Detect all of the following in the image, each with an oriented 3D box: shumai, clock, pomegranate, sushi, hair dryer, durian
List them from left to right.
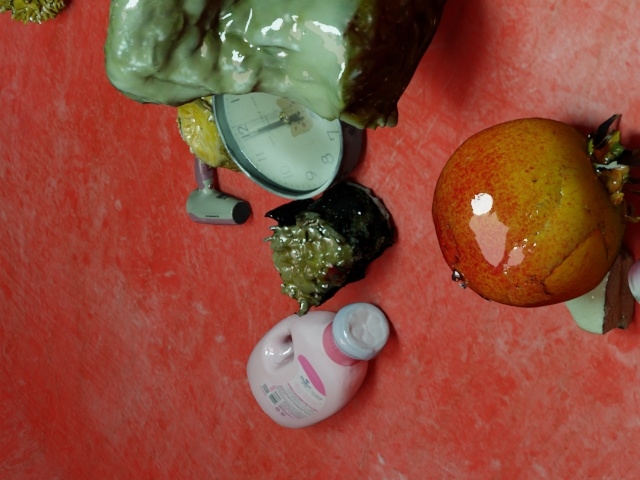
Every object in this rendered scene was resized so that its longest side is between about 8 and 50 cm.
[{"bbox_3d":[-0.474,-0.428,2.468,0.183,0.138,0.249,17,137,37],"label":"durian"},{"bbox_3d":[-0.164,-0.096,2.396,0.106,0.054,0.154,5,117,49],"label":"hair dryer"},{"bbox_3d":[-0.046,-0.162,2.113,0.226,0.049,0.226,20,125,31],"label":"clock"},{"bbox_3d":[-0.031,-0.263,1.803,0.323,0.397,0.324,25,114,11],"label":"shumai"},{"bbox_3d":[0.000,0.000,2.172,0.147,0.115,0.212,57,151,3],"label":"sushi"},{"bbox_3d":[0.233,-0.034,1.721,0.235,0.210,0.210,-32,90,26],"label":"pomegranate"}]

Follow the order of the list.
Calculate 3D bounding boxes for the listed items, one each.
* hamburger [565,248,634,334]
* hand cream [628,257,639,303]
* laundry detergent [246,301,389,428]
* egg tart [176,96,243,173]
[{"bbox_3d":[0.306,0.042,1.829,0.084,0.054,0.121,34,140,42],"label":"hamburger"},{"bbox_3d":[0.414,-0.020,1.601,0.111,0.070,0.312,54,146,13],"label":"hand cream"},{"bbox_3d":[-0.002,0.172,2.361,0.159,0.088,0.335,56,149,5],"label":"laundry detergent"},{"bbox_3d":[-0.142,-0.164,2.276,0.191,0.074,0.191,38,147,31],"label":"egg tart"}]
